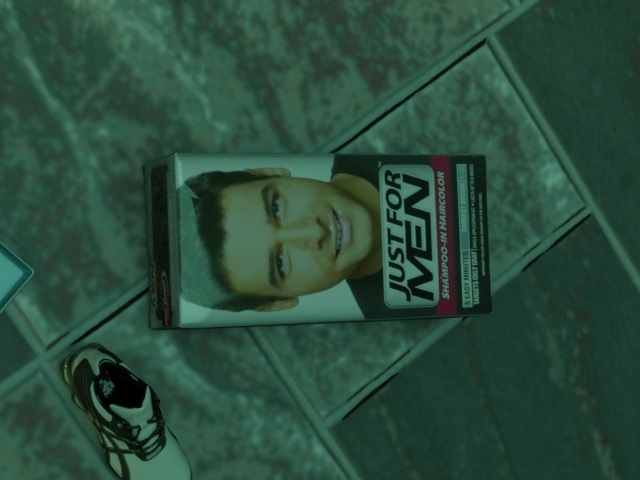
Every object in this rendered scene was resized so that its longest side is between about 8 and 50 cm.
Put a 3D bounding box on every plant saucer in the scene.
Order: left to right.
[{"bbox_3d":[-0.380,0.083,1.621,0.067,0.018,0.192,43,70,-16],"label":"plant saucer"}]

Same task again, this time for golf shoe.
[{"bbox_3d":[-0.196,0.197,1.655,0.077,0.094,0.198,-42,105,-22],"label":"golf shoe"}]

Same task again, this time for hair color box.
[{"bbox_3d":[0.000,0.000,1.745,0.374,0.113,0.185,-1,87,-24],"label":"hair color box"}]
